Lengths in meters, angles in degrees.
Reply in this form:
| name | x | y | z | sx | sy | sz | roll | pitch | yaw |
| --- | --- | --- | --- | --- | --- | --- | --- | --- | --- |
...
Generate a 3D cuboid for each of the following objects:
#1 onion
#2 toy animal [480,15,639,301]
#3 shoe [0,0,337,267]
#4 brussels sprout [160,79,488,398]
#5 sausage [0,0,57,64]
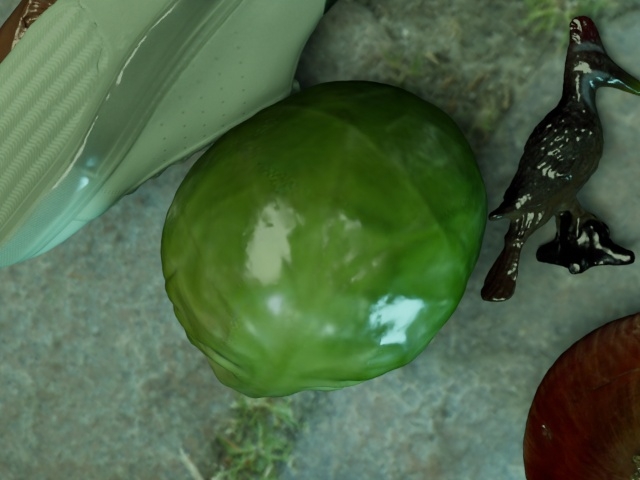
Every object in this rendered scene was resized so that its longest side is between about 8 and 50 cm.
| name | x | y | z | sx | sy | sz | roll | pitch | yaw |
| --- | --- | --- | --- | --- | --- | --- | --- | --- | --- |
| onion | 0.246 | 0.165 | 1.088 | 0.230 | 0.163 | 0.230 | 3 | 108 | 10 |
| toy animal | 0.169 | -0.054 | 1.114 | 0.105 | 0.070 | 0.202 | 6 | 99 | -28 |
| shoe | -0.105 | -0.114 | 1.143 | 0.363 | 0.160 | 0.132 | -49 | 49 | 15 |
| brussels sprout | 0.000 | 0.000 | 1.104 | 0.244 | 0.244 | 0.244 | 4 | 104 | 18 |
| sausage | -0.210 | -0.131 | 1.214 | 0.326 | 0.087 | 0.079 | -50 | 44 | 22 |
